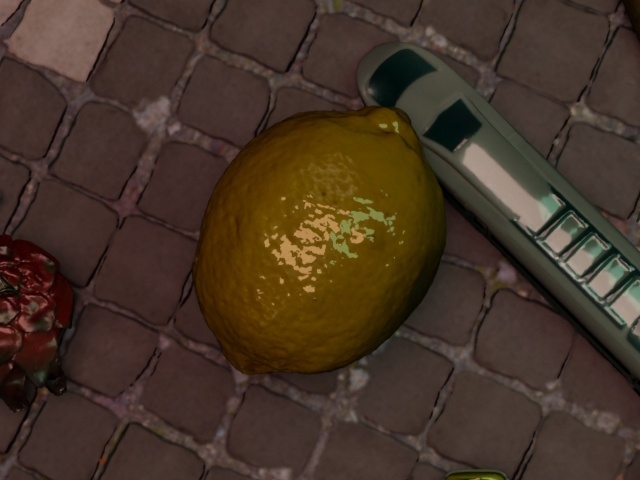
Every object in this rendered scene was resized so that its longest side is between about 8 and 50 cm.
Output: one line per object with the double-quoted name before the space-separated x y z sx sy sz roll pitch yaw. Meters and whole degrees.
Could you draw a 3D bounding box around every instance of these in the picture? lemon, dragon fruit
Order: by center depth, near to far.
"lemon" 0.000 0.000 1.666 0.204 0.204 0.260 31 87 8
"dragon fruit" -0.277 0.067 1.727 0.130 0.121 0.142 48 118 39

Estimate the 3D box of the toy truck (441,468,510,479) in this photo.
"toy truck" 0.133 0.251 1.683 0.076 0.077 0.111 -2 83 5

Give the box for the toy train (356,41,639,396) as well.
"toy train" 0.177 -0.028 1.708 0.086 0.088 0.407 -45 80 -1

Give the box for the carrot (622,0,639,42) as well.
"carrot" 0.322 -0.138 1.719 0.070 0.070 0.342 -23 81 2
